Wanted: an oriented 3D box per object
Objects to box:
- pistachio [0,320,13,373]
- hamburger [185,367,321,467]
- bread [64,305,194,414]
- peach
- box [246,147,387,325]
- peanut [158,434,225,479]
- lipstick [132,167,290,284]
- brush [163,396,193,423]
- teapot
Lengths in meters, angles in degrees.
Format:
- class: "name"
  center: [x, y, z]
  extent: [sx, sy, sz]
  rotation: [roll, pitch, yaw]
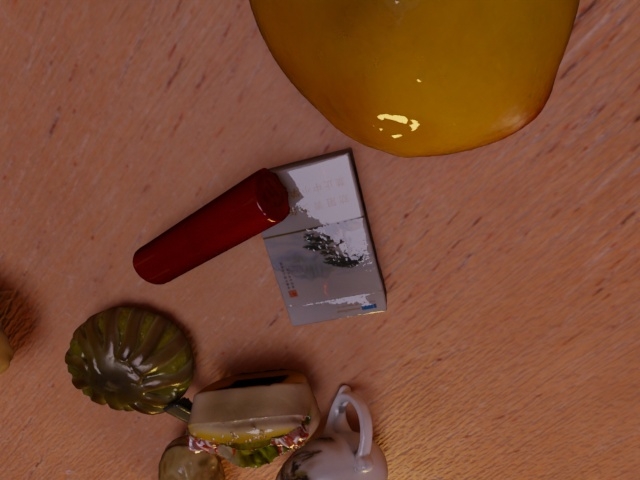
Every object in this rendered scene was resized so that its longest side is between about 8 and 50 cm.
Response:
- class: "pistachio"
  center: [-0.659, 0.181, 0.662]
  extent: [0.321, 0.229, 0.238]
  rotation: [-17, 141, 22]
- class: "hamburger"
  center: [-0.108, 0.279, 0.654]
  extent: [0.210, 0.173, 0.116]
  rotation: [-9, 85, 10]
- class: "bread"
  center: [-0.322, 0.208, 0.689]
  extent: [0.213, 0.105, 0.213]
  rotation: [2, 108, 7]
- class: "peach"
  center: [0.087, -0.227, 0.390]
  extent: [0.289, 0.289, 0.308]
  rotation: [-27, 144, 16]
- class: "box"
  center: [0.001, 0.001, 0.587]
  extent: [0.149, 0.067, 0.233]
  rotation: [-11, 108, 14]
- class: "peanut"
  center: [-0.257, 0.499, 0.774]
  extent: [0.147, 0.147, 0.305]
  rotation: [23, 111, -2]
- class: "lipstick"
  center: [-0.160, -0.007, 0.563]
  extent: [0.280, 0.073, 0.073]
  rotation: [-24, 107, 34]
- class: "brush"
  center: [-0.206, 0.324, 0.732]
  extent: [0.034, 0.027, 0.190]
  rotation: [-25, 131, 12]
- class: "teapot"
  center: [0.020, 0.400, 0.704]
  extent: [0.204, 0.139, 0.298]
  rotation: [18, 112, -29]
